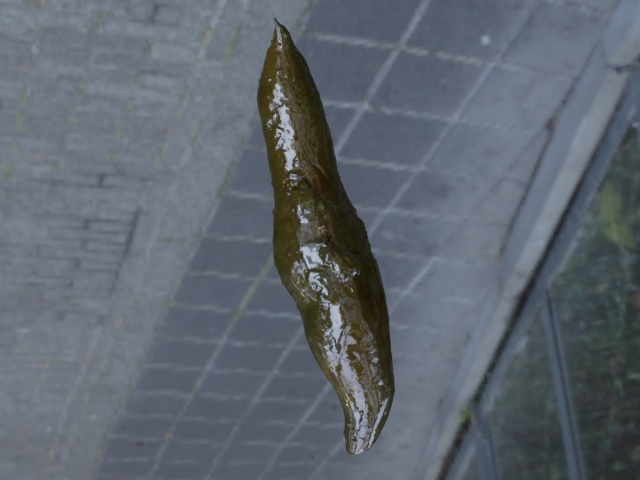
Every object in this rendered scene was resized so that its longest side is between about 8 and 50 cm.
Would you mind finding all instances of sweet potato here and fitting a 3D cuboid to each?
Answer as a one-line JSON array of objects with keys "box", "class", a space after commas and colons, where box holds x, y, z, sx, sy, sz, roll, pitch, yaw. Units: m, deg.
[{"box": [0.000, 0.000, 0.757, 0.067, 0.274, 0.067, -14, -173, 2], "class": "sweet potato"}]
